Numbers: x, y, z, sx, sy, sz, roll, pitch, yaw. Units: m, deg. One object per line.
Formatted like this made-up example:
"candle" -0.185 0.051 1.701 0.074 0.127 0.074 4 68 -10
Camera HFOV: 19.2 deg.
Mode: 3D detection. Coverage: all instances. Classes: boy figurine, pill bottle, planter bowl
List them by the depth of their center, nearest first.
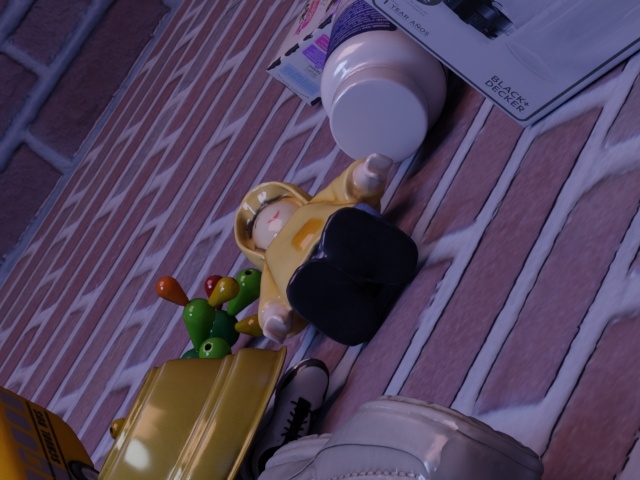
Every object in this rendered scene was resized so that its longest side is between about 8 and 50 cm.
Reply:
"planter bowl" -0.113 0.160 1.465 0.217 0.090 0.217 -64 4 8
"boy figurine" 0.000 0.000 1.568 0.177 0.092 0.285 -57 17 2
"pill bottle" 0.057 -0.146 1.667 0.112 0.112 0.187 -47 16 27

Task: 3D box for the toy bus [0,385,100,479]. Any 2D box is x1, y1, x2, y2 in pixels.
"toy bus" -0.232 0.249 1.534 0.108 0.130 0.333 -52 30 9

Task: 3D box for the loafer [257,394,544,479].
"loafer" 0.031 0.163 1.077 0.111 0.112 0.319 -66 10 -21

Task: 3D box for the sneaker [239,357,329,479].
"sneaker" -0.022 0.141 1.425 0.109 0.040 0.044 -63 18 0

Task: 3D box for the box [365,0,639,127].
"box" 0.180 -0.213 1.322 0.290 0.169 0.087 -37 20 53

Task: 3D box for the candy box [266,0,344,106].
"candy box" 0.043 -0.257 2.047 0.196 0.070 0.165 -33 25 54

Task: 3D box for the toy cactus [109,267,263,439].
"toy cactus" -0.126 0.121 1.707 0.180 0.112 0.219 134 158 -66
